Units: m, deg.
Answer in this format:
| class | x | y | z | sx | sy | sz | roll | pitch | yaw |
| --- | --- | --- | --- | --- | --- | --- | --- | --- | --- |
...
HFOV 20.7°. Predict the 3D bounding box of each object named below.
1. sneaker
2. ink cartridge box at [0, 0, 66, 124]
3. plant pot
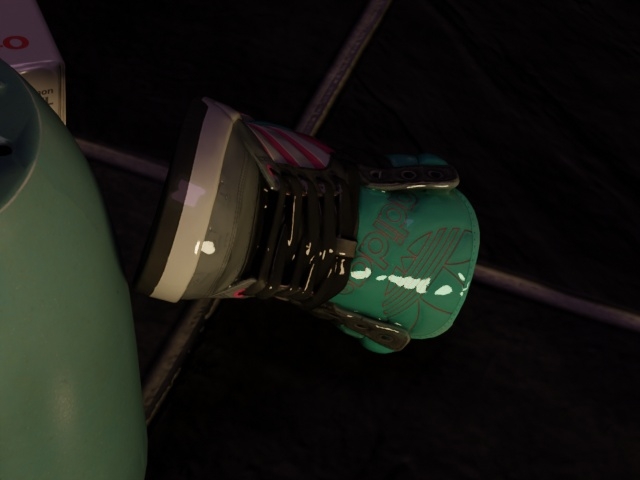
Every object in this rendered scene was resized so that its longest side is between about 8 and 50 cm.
| class | x | y | z | sx | sy | sz | roll | pitch | yaw |
| --- | --- | --- | --- | --- | --- | --- | --- | --- | --- |
| sneaker | 0.000 | 0.000 | 0.991 | 0.178 | 0.124 | 0.295 | 18 | 9 | 1 |
| ink cartridge box | -0.281 | -0.137 | 1.161 | 0.172 | 0.100 | 0.237 | -11 | 46 | -19 |
| plant pot | -0.233 | 0.031 | 0.896 | 0.293 | 0.235 | 0.293 | 4 | 44 | -4 |
